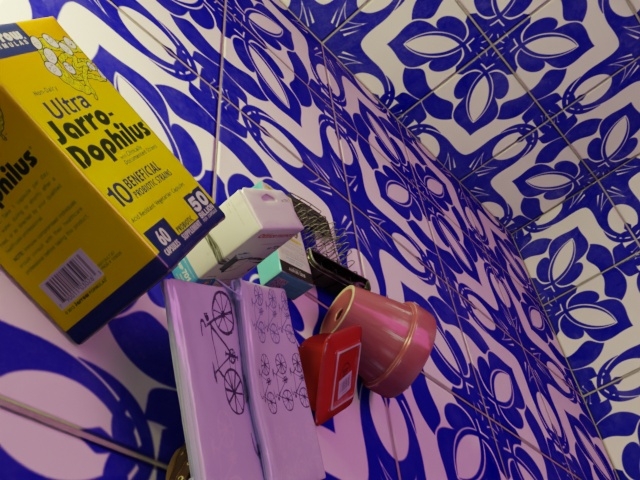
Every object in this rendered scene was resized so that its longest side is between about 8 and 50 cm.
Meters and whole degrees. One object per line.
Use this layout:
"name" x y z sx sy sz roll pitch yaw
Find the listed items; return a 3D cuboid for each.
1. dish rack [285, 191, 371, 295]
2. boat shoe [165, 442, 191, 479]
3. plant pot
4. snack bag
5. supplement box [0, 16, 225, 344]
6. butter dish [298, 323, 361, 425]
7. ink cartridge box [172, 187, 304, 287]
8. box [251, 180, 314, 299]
"dish rack" 0.000 0.000 1.487 0.208 0.074 0.272 31 33 -42
"boat shoe" -0.160 0.324 0.788 0.073 0.073 0.207 45 27 -28
"plant pot" 0.106 0.189 1.315 0.180 0.201 0.201 32 29 -11
"snack bag" -0.096 0.206 0.899 0.342 0.037 0.323 24 51 -65
"supplement box" -0.334 -0.082 0.848 0.357 0.195 0.194 49 25 -10
"butter dish" -0.005 0.226 1.151 0.160 0.118 0.160 -6 103 -64
"ink cartridge box" -0.144 0.001 1.085 0.082 0.190 0.139 60 26 14
"box" -0.090 -0.003 1.343 0.100 0.060 0.244 29 35 -43
